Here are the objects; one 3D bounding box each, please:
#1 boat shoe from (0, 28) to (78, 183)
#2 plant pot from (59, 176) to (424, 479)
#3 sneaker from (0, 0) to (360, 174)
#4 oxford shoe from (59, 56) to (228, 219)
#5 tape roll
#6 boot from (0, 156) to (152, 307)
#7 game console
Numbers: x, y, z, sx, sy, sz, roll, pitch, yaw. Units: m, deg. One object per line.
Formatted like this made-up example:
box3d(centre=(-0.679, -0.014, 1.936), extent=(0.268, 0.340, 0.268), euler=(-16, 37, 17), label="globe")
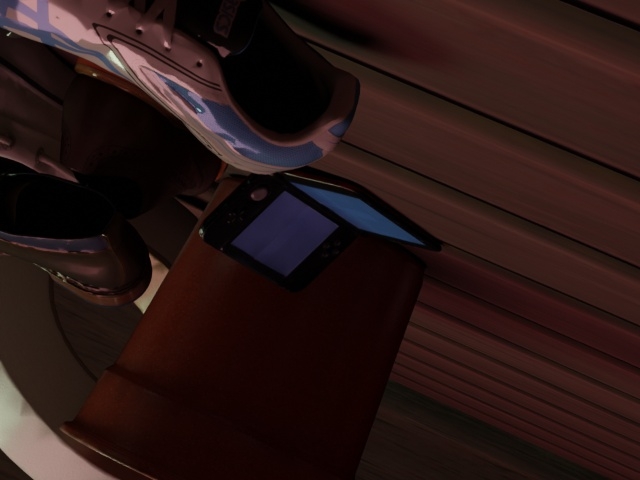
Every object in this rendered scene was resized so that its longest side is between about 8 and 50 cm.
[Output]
box3d(centre=(-0.242, -0.067, 1.477), extent=(0.136, 0.156, 0.367), euler=(23, 173, 21), label="boat shoe")
box3d(centre=(-0.050, 0.103, 1.654), extent=(0.272, 0.265, 0.272), euler=(24, 174, 3), label="plant pot")
box3d(centre=(-0.082, -0.114, 0.894), extent=(0.237, 0.085, 0.086), euler=(31, 146, -22), label="sneaker")
box3d(centre=(-0.135, -0.064, 1.357), extent=(0.097, 0.098, 0.271), euler=(23, 174, 15), label="oxford shoe")
box3d(centre=(-0.204, 0.093, 1.879), extent=(0.392, 0.392, 0.072), euler=(29, 131, -33), label="tape roll")
box3d(centre=(-0.217, -0.032, 1.280), extent=(0.219, 0.082, 0.106), euler=(21, 160, 7), label="boot")
box3d(centre=(0.000, 0.000, 1.461), extent=(0.144, 0.124, 0.085), euler=(33, -164, -51), label="game console")
